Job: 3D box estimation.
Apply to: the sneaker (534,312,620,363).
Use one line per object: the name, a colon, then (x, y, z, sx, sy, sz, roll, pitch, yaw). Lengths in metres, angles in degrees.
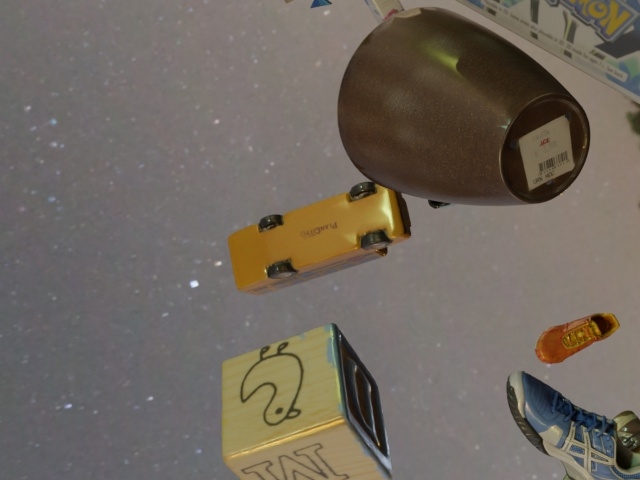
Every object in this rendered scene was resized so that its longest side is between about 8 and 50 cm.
sneaker: (0.443, 0.162, 1.489, 0.175, 0.067, 0.064, -22, -104, -27)

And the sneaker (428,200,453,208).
sneaker: (0.217, -0.087, 1.311, 0.073, 0.162, 0.063, -29, -102, -29)

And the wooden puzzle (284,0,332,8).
wooden puzzle: (-0.033, -0.344, 1.078, 0.014, 0.078, 0.116, -49, -59, -48)

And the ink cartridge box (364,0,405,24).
ink cartridge box: (0.147, -0.488, 1.845, 0.122, 0.052, 0.088, 56, -179, -24)

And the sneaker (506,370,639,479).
sneaker: (0.302, 0.221, 1.014, 0.211, 0.081, 0.080, 42, -144, -14)

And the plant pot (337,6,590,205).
plant pot: (0.164, -0.122, 0.899, 0.215, 0.215, 0.230, 51, 173, -32)

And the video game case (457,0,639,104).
video game case: (0.244, -0.254, 0.669, 0.329, 0.300, 0.036, 36, -121, 19)

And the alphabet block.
alphabet block: (-0.022, 0.274, 1.314, 0.192, 0.197, 0.193, -97, -19, -49)

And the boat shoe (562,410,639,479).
boat shoe: (0.497, 0.402, 1.499, 0.080, 0.224, 0.073, 19, -163, -38)

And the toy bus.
toy bus: (0.000, 0.000, 1.498, 0.130, 0.332, 0.108, 24, -129, -63)
